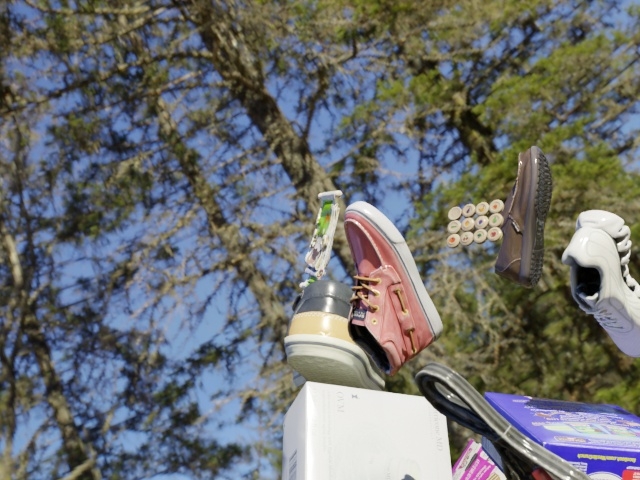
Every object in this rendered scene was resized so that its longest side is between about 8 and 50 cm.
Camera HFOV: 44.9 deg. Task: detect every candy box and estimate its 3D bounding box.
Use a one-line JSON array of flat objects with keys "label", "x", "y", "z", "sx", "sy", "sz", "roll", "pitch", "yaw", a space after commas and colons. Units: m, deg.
[{"label": "candy box", "x": 0.443, "y": 0.358, "z": 1.311, "sx": 0.268, "sy": 0.122, "sz": 0.317, "roll": 6, "pitch": 3, "yaw": -4}, {"label": "candy box", "x": 0.397, "y": 0.576, "z": 1.724, "sx": 0.159, "sy": 0.233, "sz": 0.071, "roll": -56, "pitch": 6, "yaw": -7}]

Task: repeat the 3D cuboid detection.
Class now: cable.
[{"label": "cable", "x": 0.230, "y": 0.264, "z": 0.941, "sx": 0.072, "sy": 0.287, "sz": 0.139, "roll": -46, "pitch": 0, "yaw": -28}]

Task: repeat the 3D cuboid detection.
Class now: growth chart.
[{"label": "growth chart", "x": 0.000, "y": 0.000, "z": 1.666, "sx": 0.021, "sy": 0.237, "sz": 0.172, "roll": 15, "pitch": -11, "yaw": -16}]

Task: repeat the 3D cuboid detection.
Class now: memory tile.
[{"label": "memory tile", "x": 0.369, "y": -0.040, "z": 1.859, "sx": 0.148, "sy": 0.113, "sz": 0.012, "roll": -10, "pitch": -31, "yaw": 39}]

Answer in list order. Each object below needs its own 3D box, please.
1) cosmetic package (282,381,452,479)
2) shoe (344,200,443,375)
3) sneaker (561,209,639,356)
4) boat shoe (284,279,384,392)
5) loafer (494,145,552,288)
[{"label": "cosmetic package", "x": 0.067, "y": 0.347, "z": 1.136, "sx": 0.225, "sy": 0.224, "sz": 0.138, "roll": 10, "pitch": -38, "yaw": -15}, {"label": "shoe", "x": 0.058, "y": 0.052, "z": 0.807, "sx": 0.081, "sy": 0.178, "sz": 0.063, "roll": -38, "pitch": 17, "yaw": -28}, {"label": "sneaker", "x": 0.478, "y": 0.094, "z": 1.297, "sx": 0.110, "sy": 0.292, "sz": 0.118, "roll": -1, "pitch": 37, "yaw": 49}, {"label": "boat shoe", "x": 0.032, "y": 0.204, "z": 1.473, "sx": 0.187, "sy": 0.156, "sz": 0.500, "roll": 5, "pitch": -21, "yaw": 9}, {"label": "loafer", "x": 0.507, "y": -0.064, "z": 1.993, "sx": 0.130, "sy": 0.366, "sz": 0.134, "roll": 5, "pitch": -5, "yaw": 33}]
